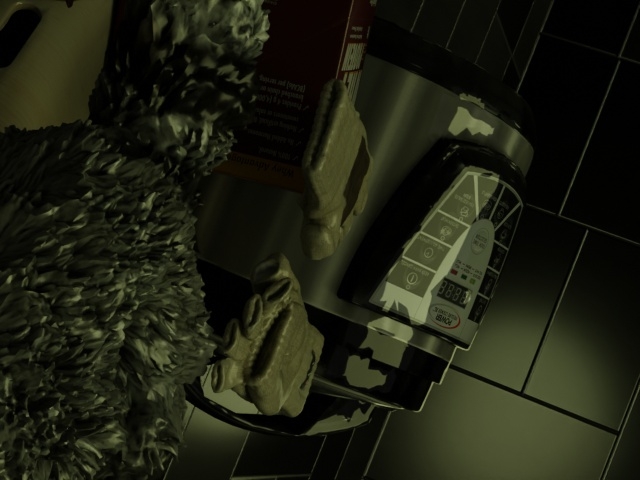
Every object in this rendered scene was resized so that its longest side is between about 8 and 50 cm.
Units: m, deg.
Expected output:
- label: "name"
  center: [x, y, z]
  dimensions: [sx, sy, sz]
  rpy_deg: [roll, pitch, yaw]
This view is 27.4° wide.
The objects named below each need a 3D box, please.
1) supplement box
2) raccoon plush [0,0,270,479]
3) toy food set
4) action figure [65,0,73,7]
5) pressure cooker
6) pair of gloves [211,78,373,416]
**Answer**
- label: "supplement box"
  center: [-0.064, -0.158, 1.103]
  dimensions: [0.129, 0.191, 0.194]
  rpy_deg: [-41, 145, -76]
- label: "raccoon plush"
  center: [-0.205, -0.002, 0.761]
  dimensions: [0.299, 0.216, 0.447]
  rpy_deg: [-13, 115, -70]
- label: "toy food set"
  center: [-0.240, -0.057, 1.076]
  dimensions: [0.306, 0.092, 0.220]
  rpy_deg: [93, 13, -48]
- label: "action figure"
  center: [-0.142, -0.311, 0.771]
  dimensions: [0.248, 0.275, 0.370]
  rpy_deg: [-61, 148, -44]
- label: "pressure cooker"
  center: [-0.003, -0.001, 1.366]
  dimensions: [0.375, 0.369, 0.420]
  rpy_deg: [120, -7, -87]
- label: "pair of gloves"
  center: [-0.015, 0.011, 0.977]
  dimensions: [0.204, 0.042, 0.240]
  rpy_deg: [43, 64, -77]
